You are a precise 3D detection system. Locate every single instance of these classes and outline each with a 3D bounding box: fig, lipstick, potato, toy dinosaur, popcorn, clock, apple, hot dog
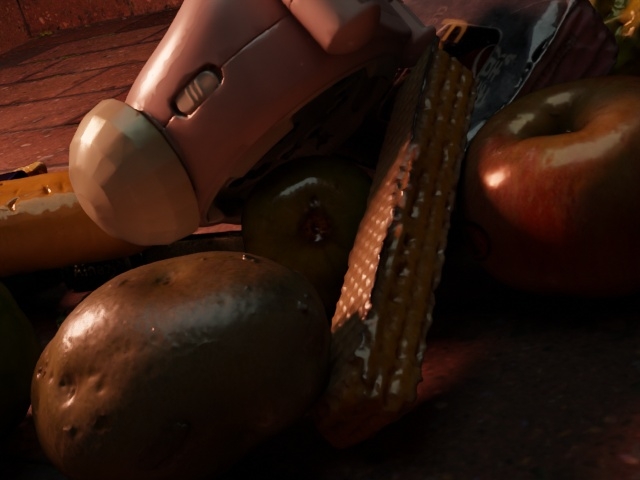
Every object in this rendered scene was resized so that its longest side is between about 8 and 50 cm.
[{"bbox_3d":[-0.007,-0.011,0.917,0.148,0.142,0.186,-39,13,-11],"label":"fig"},{"bbox_3d":[-0.151,0.016,1.072,0.312,0.051,0.051,-4,21,23],"label":"lipstick"},{"bbox_3d":[-0.101,0.093,0.702,0.235,0.160,0.177,-19,61,22],"label":"potato"},{"bbox_3d":[-0.256,0.069,1.056,0.062,0.021,0.083,-21,25,18],"label":"toy dinosaur"},{"bbox_3d":[0.342,-0.232,1.149,0.156,0.197,0.197,25,36,15],"label":"popcorn"},{"bbox_3d":[-0.068,-0.140,0.955,0.326,0.184,0.342,-48,-15,18],"label":"clock"},{"bbox_3d":[0.216,-0.039,0.808,0.209,0.164,0.209,-20,30,12],"label":"apple"},{"bbox_3d":[-0.500,-0.103,1.616,0.090,0.030,0.034,-24,32,-18],"label":"hot dog"}]

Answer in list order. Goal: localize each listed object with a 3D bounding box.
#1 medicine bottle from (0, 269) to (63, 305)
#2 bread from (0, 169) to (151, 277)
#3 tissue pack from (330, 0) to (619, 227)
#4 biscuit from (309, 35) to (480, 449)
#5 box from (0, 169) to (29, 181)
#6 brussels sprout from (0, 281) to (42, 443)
[{"bbox_3d":[-0.368,0.056,1.082,0.124,0.079,0.258,-7,23,9],"label":"medicine bottle"},{"bbox_3d":[-0.332,-0.018,1.034,0.305,0.091,0.142,-11,31,-10],"label":"bread"},{"bbox_3d":[0.130,-0.166,1.100,0.259,0.122,0.361,-54,32,-4],"label":"tissue pack"},{"bbox_3d":[0.066,-0.011,0.783,0.094,0.054,0.378,-53,16,49],"label":"biscuit"},{"bbox_3d":[-0.569,-0.026,1.424,0.259,0.071,0.168,-13,22,11],"label":"box"},{"bbox_3d":[-0.376,0.115,0.805,0.271,0.210,0.219,-20,11,36],"label":"brussels sprout"}]
